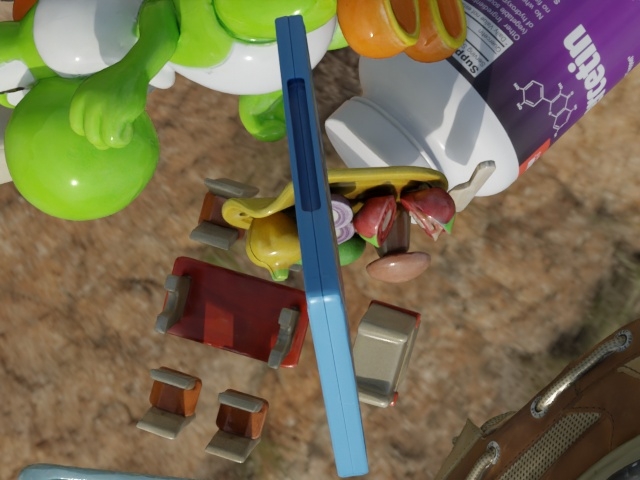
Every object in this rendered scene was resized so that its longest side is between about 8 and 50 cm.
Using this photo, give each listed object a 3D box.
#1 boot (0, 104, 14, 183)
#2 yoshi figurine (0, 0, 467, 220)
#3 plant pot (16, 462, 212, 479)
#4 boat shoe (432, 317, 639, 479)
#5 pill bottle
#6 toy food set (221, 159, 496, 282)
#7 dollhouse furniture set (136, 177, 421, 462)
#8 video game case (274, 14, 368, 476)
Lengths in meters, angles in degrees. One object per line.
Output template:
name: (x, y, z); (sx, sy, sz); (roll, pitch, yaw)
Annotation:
boot: (-0.346, -0.108, 1.563); (0.203, 0.262, 0.095); (-19, 105, -16)
yoshi figurine: (-0.088, -0.111, 1.030); (0.362, 0.203, 0.203); (-11, 131, 23)
plant pot: (-0.130, 0.327, 1.200); (0.248, 0.252, 0.247); (6, 76, -5)
boat shoe: (0.114, 0.149, 0.757); (0.123, 0.120, 0.324); (20, 135, -28)
pill bottle: (0.162, -0.166, 1.300); (0.323, 0.181, 0.181); (-43, 116, -10)
toy food set: (0.035, -0.006, 1.120); (0.218, 0.128, 0.071); (-5, 74, -18)
dollhouse furniture set: (-0.036, 0.089, 1.488); (0.259, 0.135, 0.262); (17, 97, 7)
video game case: (0.000, 0.000, 0.626); (0.015, 0.166, 0.119); (-8, 137, 1)
